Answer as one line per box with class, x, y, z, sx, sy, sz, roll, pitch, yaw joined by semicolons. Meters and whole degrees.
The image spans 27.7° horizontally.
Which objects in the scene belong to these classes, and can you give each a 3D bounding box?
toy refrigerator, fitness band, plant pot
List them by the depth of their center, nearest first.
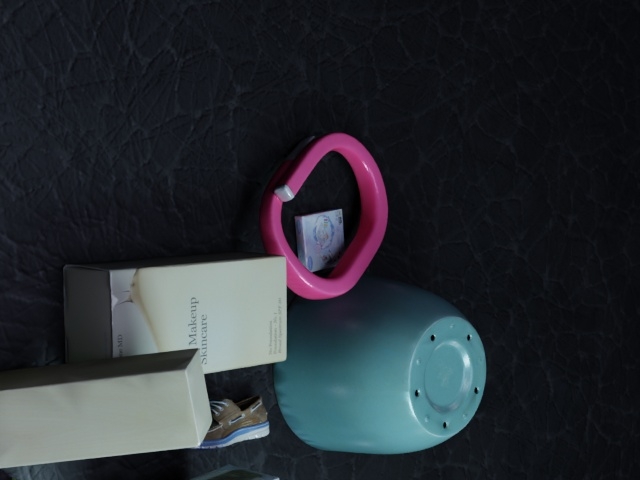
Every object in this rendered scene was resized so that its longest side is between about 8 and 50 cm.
toy refrigerator;-0.279;0.207;1.615;0.094;0.269;0.102;-67;148;-76
fitness band;0.012;-0.041;1.983;0.209;0.054;0.291;56;42;-21
plant pot;0.111;0.196;2.011;0.293;0.235;0.293;-3;94;-44

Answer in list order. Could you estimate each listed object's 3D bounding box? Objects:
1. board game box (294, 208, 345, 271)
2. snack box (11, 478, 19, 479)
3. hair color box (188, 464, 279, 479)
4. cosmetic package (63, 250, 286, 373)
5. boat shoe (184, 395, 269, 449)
board game box;0.000;0.000;2.039;0.090;0.020;0.090;-12;101;-45
snack box;-0.389;0.375;1.626;0.037;0.100;0.141;51;58;-34
hair color box;-0.141;0.515;1.758;0.185;0.113;0.375;-13;101;-43
cosmetic package;-0.194;0.103;1.793;0.309;0.113;0.160;-6;97;-45
boat shoe;-0.148;0.263;1.887;0.183;0.066;0.066;-5;91;-54
